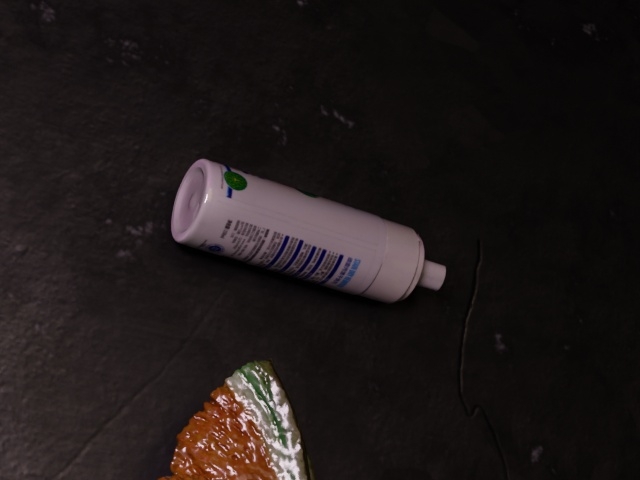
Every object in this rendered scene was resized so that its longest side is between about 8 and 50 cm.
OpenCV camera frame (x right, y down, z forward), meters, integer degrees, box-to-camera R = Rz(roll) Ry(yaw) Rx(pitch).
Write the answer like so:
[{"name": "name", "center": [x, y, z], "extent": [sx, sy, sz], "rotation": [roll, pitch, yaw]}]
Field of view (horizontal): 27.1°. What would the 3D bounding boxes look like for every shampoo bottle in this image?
[{"name": "shampoo bottle", "center": [0.000, 0.000, 1.384], "extent": [0.303, 0.092, 0.092], "rotation": [17, 58, -24]}]

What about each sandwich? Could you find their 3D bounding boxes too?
[{"name": "sandwich", "center": [-0.084, 0.217, 1.219], "extent": [0.160, 0.109, 0.184], "rotation": [-14, 75, -16]}]
